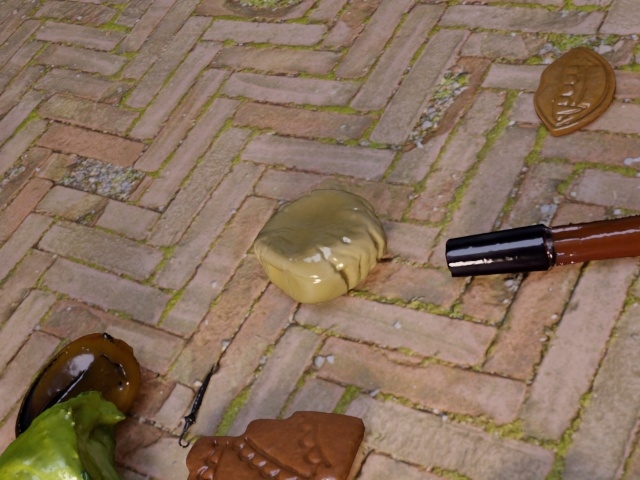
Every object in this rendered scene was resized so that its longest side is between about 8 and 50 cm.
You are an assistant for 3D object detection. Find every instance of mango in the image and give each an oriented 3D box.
[{"bbox_3d":[-0.403,0.270,1.357,0.156,0.151,0.248,33,75,-6],"label":"mango"}]

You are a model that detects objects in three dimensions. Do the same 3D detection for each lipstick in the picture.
[{"bbox_3d":[0.407,0.004,1.278,0.419,0.077,0.077,-8,51,15],"label":"lipstick"}]

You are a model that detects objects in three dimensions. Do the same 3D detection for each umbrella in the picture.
[{"bbox_3d":[-0.207,0.272,1.354,0.022,0.022,0.148,24,55,-13],"label":"umbrella"}]

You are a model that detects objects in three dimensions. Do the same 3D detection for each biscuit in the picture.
[{"bbox_3d":[0.470,-0.278,1.507,0.142,0.029,0.220,11,58,29],"label":"biscuit"},{"bbox_3d":[-0.072,0.338,1.192,0.306,0.043,0.284,-29,32,-10],"label":"biscuit"}]

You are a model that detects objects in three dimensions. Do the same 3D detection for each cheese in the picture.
[{"bbox_3d":[0.000,0.000,1.425,0.214,0.117,0.226,-39,44,-18],"label":"cheese"}]

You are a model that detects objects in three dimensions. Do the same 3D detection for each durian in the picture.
[{"bbox_3d":[-0.389,0.411,1.189,0.340,0.204,0.256,-42,77,-11],"label":"durian"}]
